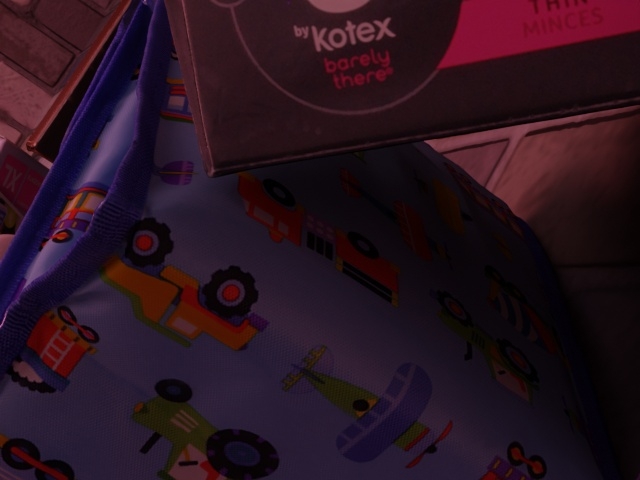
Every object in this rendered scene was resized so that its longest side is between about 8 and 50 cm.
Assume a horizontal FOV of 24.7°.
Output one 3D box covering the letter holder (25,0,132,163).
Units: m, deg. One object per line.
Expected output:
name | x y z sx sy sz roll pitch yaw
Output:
letter holder | -0.152 -0.178 1.470 0.302 0.152 0.214 -57 15 -4

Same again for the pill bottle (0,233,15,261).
pill bottle | -0.326 0.132 1.369 0.264 0.146 0.146 -50 18 19

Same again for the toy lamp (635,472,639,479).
toy lamp | 0.167 0.066 0.285 0.274 0.080 0.080 -23 36 61

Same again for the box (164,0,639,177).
box | 0.069 -0.125 0.533 0.165 0.143 0.270 -9 10 25

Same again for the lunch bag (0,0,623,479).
lunch bag | 0.000 0.000 0.607 0.138 0.221 0.293 -45 20 31

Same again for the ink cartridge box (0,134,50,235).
ink cartridge box | -0.363 0.058 1.528 0.065 0.186 0.311 20 80 27
